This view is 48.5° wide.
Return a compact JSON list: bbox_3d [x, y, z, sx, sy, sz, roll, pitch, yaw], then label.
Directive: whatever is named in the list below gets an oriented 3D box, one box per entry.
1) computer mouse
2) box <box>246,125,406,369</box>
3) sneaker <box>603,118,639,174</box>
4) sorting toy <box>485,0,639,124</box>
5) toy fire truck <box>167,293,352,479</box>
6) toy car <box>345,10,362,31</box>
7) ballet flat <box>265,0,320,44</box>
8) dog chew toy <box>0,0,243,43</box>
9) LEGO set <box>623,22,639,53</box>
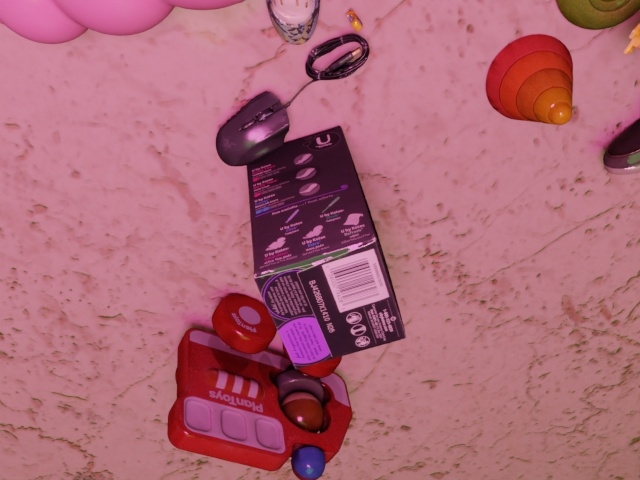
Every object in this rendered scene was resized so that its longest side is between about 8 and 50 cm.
[{"bbox_3d":[-0.041,-0.176,0.892,0.242,0.041,0.071,-38,78,17],"label":"computer mouse"},{"bbox_3d":[0.000,0.000,0.902,0.143,0.270,0.165,-17,127,4],"label":"box"},{"bbox_3d":[0.467,-0.191,0.963,0.222,0.083,0.118,-36,118,7],"label":"sneaker"},{"bbox_3d":[0.347,-0.274,0.847,0.127,0.126,0.366,21,121,-22],"label":"sorting toy"},{"bbox_3d":[-0.085,0.244,1.078,0.302,0.254,0.169,24,119,-23],"label":"toy fire truck"},{"bbox_3d":[0.043,-0.306,0.829,0.060,0.041,0.122,-24,125,9],"label":"toy car"},{"bbox_3d":[-0.033,-0.306,0.802,0.070,0.070,0.189,-4,126,-6],"label":"ballet flat"},{"bbox_3d":[-0.196,-0.301,0.707,0.331,0.207,0.207,-20,127,16],"label":"dog chew toy"},{"bbox_3d":[0.425,-0.238,0.791,0.132,0.107,0.287,-50,163,-1],"label":"LEGO set"}]
